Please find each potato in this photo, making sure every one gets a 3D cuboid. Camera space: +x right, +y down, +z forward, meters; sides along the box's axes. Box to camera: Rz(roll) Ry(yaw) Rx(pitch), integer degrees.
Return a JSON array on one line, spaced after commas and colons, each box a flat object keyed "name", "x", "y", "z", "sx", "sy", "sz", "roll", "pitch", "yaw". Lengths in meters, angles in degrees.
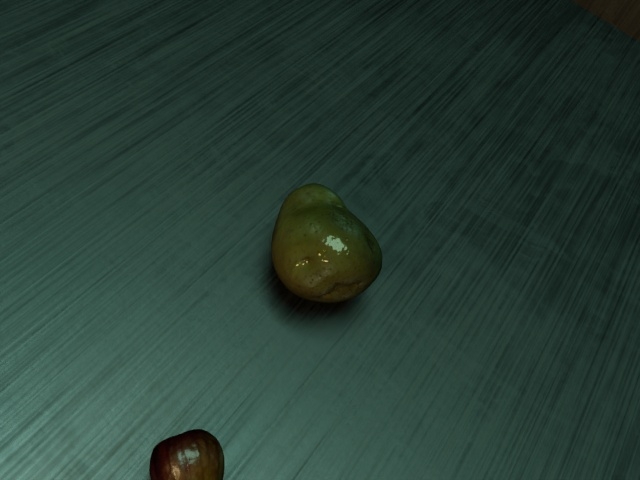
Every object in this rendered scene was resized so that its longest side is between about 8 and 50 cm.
[{"name": "potato", "x": 0.000, "y": 0.000, "z": 1.082, "sx": 0.157, "sy": 0.157, "sz": 0.194, "roll": -3, "pitch": 51, "yaw": -23}]

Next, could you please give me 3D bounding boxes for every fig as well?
[{"name": "fig", "x": -0.143, "y": 0.279, "z": 0.837, "sx": 0.089, "sy": 0.089, "sz": 0.125, "roll": -9, "pitch": 69, "yaw": -28}]
